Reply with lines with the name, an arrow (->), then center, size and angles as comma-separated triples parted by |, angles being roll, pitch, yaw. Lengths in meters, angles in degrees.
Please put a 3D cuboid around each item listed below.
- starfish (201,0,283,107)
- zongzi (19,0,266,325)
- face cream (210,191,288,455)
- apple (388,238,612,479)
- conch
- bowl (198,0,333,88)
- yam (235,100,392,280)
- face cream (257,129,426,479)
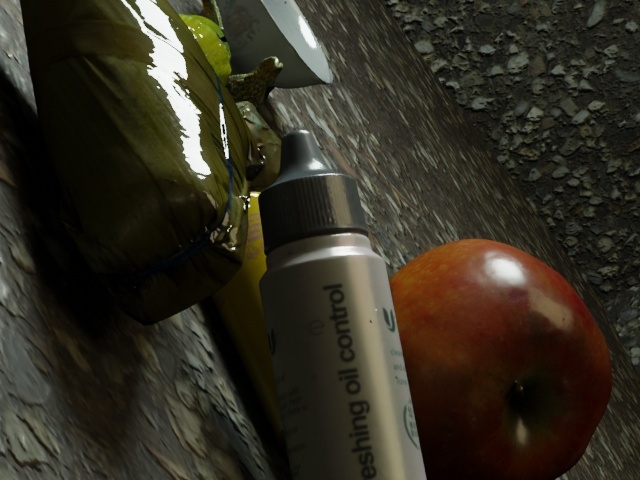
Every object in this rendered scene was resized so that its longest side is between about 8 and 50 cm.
starfish -> -0.088, -0.154, 1.670 | 0.176, 0.053, 0.208 | 53, -19, 39
zongzi -> -0.146, -0.108, 1.129 | 0.289, 0.123, 0.260 | 59, 8, -15
face cream -> -0.014, 0.094, 1.287 | 0.273, 0.078, 0.078 | 63, 13, 25
apple -> 0.138, 0.113, 1.559 | 0.230, 0.230, 0.230 | 54, 12, -18
conch -> -0.128, -0.156, 1.500 | 0.095, 0.079, 0.201 | 38, 12, 20
bowl -> -0.072, -0.222, 1.844 | 0.189, 0.086, 0.189 | 55, 14, -20
yam -> 0.000, 0.000, 1.613 | 0.317, 0.067, 0.071 | 50, 40, -28
face cream -> 0.010, 0.073, 1.199 | 0.092, 0.092, 0.311 | 28, 49, -67
